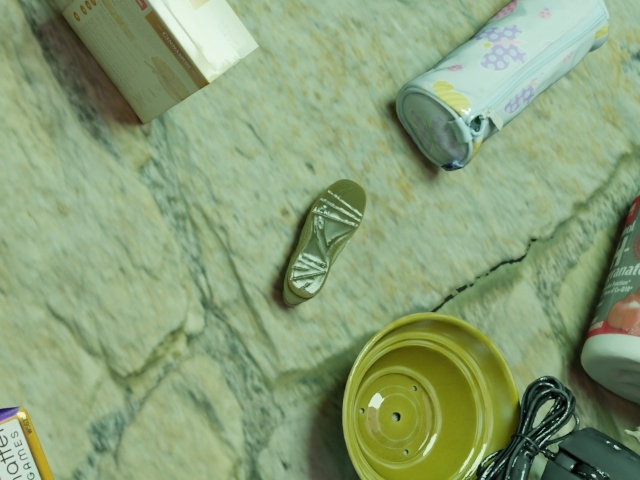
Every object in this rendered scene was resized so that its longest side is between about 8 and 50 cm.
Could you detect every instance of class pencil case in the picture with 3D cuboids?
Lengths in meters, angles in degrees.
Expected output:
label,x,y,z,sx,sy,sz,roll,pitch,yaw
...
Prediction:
label,x,y,z,sx,sy,sz,roll,pitch,yaw
pencil case,0.210,-0.198,1.519,0.273,0.124,0.113,-41,101,-26

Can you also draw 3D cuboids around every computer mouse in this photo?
label,x,y,z,sx,sy,sz,roll,pitch,yaw
computer mouse,0.302,0.281,1.392,0.272,0.072,0.188,38,65,-4

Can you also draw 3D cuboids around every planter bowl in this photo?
label,x,y,z,sx,sy,sz,roll,pitch,yaw
planter bowl,0.100,0.188,1.425,0.217,0.090,0.217,4,80,-27

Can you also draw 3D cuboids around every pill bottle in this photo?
label,x,y,z,sx,sy,sz,roll,pitch,yaw
pill bottle,0.435,0.030,1.567,0.176,0.176,0.318,30,70,-20

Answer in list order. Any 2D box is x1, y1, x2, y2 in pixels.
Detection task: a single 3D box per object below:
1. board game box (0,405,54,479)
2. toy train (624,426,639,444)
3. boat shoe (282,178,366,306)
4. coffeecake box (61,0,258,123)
label,x,y,z,sx,sy,sz,roll,pitch,yaw
board game box,-0.365,0.359,1.016,0.356,0.356,0.356,-22,92,-27
toy train,0.437,0.210,1.439,0.143,0.105,0.248,-39,137,13
boat shoe,0.001,0.001,1.435,0.056,0.048,0.153,27,64,-8
coffeecake box,-0.160,-0.205,1.298,0.068,0.185,0.142,-41,101,-25
